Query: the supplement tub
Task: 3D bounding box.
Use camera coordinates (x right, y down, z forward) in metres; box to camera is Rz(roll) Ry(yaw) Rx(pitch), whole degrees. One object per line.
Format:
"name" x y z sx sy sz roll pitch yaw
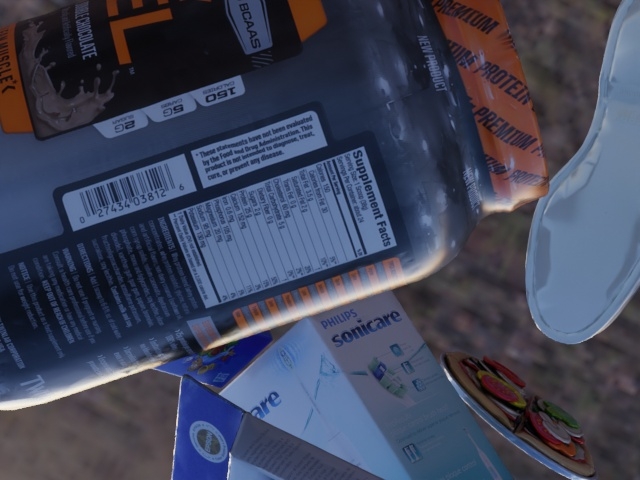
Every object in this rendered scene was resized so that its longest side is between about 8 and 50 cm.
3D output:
"supplement tub" -0.059 -0.048 1.068 0.338 0.207 0.207 -18 158 1

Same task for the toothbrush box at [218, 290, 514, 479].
"toothbrush box" 0.043 0.226 1.821 0.216 0.126 0.295 -42 74 41

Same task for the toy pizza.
"toy pizza" 0.207 0.172 1.968 0.201 0.032 0.201 36 -170 -8

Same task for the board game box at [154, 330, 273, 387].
"board game box" -0.220 -0.013 1.733 0.347 0.078 0.233 21 -147 -45

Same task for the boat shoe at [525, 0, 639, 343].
"boat shoe" 0.269 -0.062 1.643 0.116 0.319 0.099 21 -173 31

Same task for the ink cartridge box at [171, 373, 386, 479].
"ink cartridge box" -0.013 0.217 1.167 0.224 0.045 0.223 25 130 22
